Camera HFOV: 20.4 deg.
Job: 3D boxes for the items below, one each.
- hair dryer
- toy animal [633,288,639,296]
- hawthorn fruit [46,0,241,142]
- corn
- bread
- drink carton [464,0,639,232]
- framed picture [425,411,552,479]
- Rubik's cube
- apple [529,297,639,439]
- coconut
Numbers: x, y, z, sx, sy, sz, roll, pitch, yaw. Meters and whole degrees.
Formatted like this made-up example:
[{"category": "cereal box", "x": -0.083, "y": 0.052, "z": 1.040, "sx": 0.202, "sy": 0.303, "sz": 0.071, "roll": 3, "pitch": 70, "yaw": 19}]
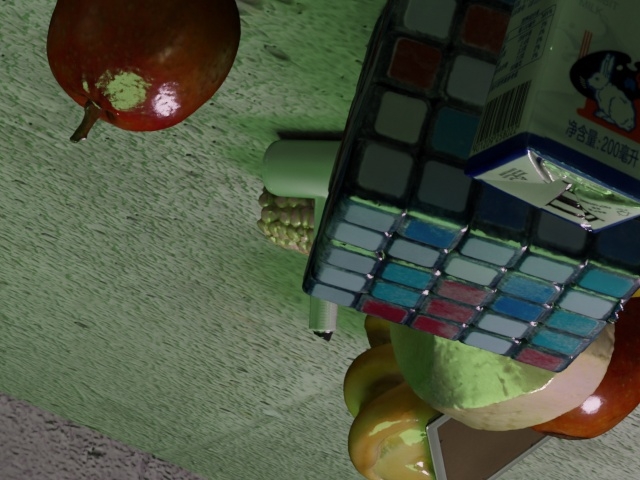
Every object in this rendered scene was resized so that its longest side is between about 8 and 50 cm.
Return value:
[{"category": "hair dryer", "x": 0.000, "y": 0.000, "z": 2.095, "sx": 0.131, "sy": 0.236, "sz": 0.073, "roll": 3, "pitch": -174, "yaw": 28}, {"category": "toy animal", "x": 0.360, "y": -0.008, "z": 1.947, "sx": 0.156, "sy": 0.156, "sz": 0.230, "roll": 19, "pitch": 154, "yaw": -8}, {"category": "hawthorn fruit", "x": -0.189, "y": -0.185, "z": 1.769, "sx": 0.196, "sy": 0.225, "sz": 0.196, "roll": 22, "pitch": 152, "yaw": 12}, {"category": "corn", "x": 0.087, "y": -0.009, "z": 2.141, "sx": 0.335, "sy": 0.127, "sz": 0.126, "roll": 7, "pitch": 156, "yaw": 21}, {"category": "bread", "x": 0.141, "y": 0.217, "z": 2.480, "sx": 0.211, "sy": 0.270, "sz": 0.315, "roll": 19, "pitch": 169, "yaw": 30}, {"category": "drink carton", "x": 0.224, "y": -0.176, "z": 1.397, "sx": 0.130, "sy": 0.315, "sz": 0.106, "roll": 23, "pitch": 160, "yaw": -18}, {"category": "framed picture", "x": 0.264, "y": 0.225, "z": 2.387, "sx": 0.019, "sy": 0.296, "sz": 0.232, "roll": 45, "pitch": 160, "yaw": 35}, {"category": "Rubik's cube", "x": 0.166, "y": -0.077, "z": 1.705, "sx": 0.287, "sy": 0.293, "sz": 0.292, "roll": 17, "pitch": 159, "yaw": -3}, {"category": "apple", "x": 0.313, "y": 0.138, "z": 2.200, "sx": 0.230, "sy": 0.230, "sz": 0.230, "roll": 13, "pitch": 158, "yaw": 5}, {"category": "coconut", "x": 0.188, "y": 0.080, "z": 1.924, "sx": 0.259, "sy": 0.259, "sz": 0.259, "roll": 13, "pitch": 158, "yaw": 5}]
